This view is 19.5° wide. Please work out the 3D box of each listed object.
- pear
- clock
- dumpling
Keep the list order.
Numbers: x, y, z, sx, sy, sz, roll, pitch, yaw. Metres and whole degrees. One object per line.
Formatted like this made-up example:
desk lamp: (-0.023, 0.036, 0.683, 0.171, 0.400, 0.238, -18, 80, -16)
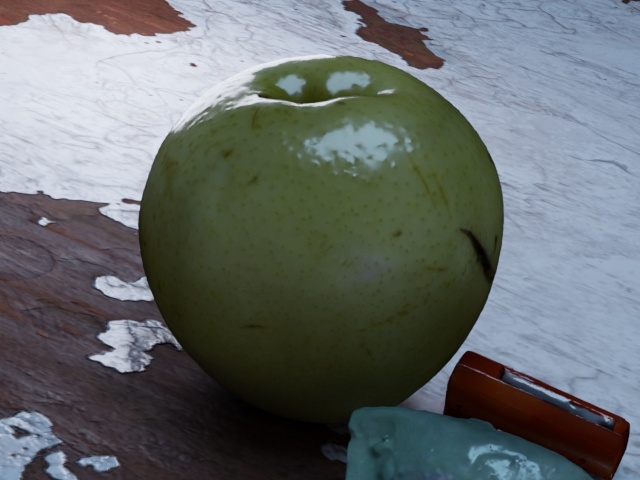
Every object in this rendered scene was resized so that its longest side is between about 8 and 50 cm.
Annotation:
pear: (0.000, 0.000, 1.525, 0.309, 0.309, 0.309, 12, 22, -5)
clock: (0.180, 0.149, 1.551, 0.155, 0.061, 0.113, 22, 5, 9)
dumpling: (0.100, 0.190, 1.357, 0.216, 0.105, 0.149, 24, 24, 22)
